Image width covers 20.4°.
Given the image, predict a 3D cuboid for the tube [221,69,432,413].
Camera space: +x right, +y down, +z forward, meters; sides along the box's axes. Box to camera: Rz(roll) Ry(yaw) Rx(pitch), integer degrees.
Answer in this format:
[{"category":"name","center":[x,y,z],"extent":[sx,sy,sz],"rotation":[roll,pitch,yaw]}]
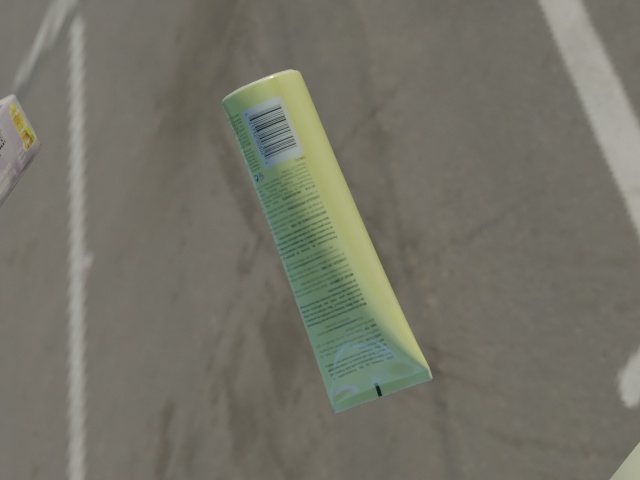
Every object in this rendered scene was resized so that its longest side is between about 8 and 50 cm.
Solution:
[{"category":"tube","center":[0.000,0.000,1.262],"extent":[0.070,0.062,0.240],"rotation":[138,111,-78]}]

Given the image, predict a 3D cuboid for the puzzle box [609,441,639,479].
[{"category":"puzzle box","center":[0.231,0.339,0.925],"extent":[0.409,0.052,0.272],"rotation":[51,118,33]}]

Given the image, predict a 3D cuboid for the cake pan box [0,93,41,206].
[{"category":"cake pan box","center":[-0.400,-0.025,1.620],"extent":[0.267,0.070,0.246],"rotation":[-24,14,12]}]
